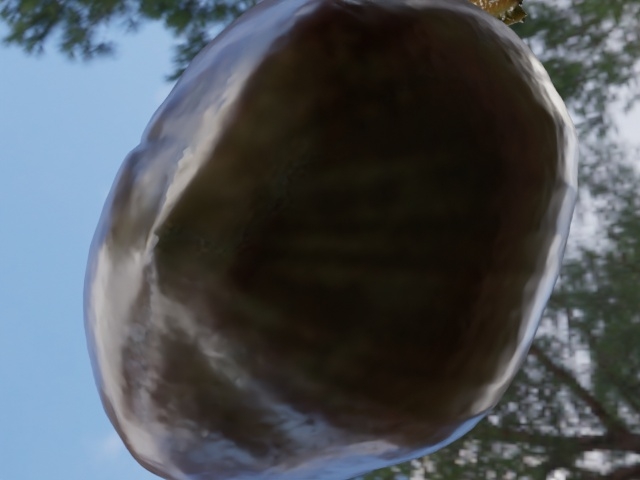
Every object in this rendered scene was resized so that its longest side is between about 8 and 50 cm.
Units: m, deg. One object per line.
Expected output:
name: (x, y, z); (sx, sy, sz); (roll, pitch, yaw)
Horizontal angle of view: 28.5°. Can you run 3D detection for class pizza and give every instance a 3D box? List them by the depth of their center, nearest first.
pizza: (0.096, -0.162, 0.807); (0.025, 0.083, 0.078); (37, -121, -55)

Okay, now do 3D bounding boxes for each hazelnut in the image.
hazelnut: (-0.003, -0.002, 0.488); (0.181, 0.181, 0.212); (19, -75, -25)
